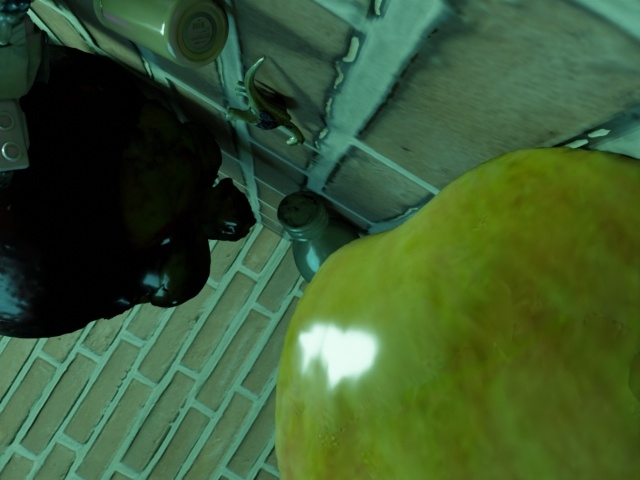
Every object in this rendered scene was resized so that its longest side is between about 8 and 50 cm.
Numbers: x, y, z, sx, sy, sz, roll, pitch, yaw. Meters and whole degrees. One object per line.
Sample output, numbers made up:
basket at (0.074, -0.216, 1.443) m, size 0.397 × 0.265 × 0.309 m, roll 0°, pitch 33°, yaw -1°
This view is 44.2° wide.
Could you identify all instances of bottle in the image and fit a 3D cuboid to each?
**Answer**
bottle at (-0.100, -0.139, 0.487) m, size 0.096 × 0.045 × 0.045 m, roll 31°, pitch 177°, yaw 40°

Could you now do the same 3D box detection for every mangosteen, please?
mangosteen at (-0.321, -0.062, 1.010) m, size 0.421 × 0.380 × 0.381 m, roll -2°, pitch -163°, yaw -35°

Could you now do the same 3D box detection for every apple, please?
apple at (0.145, 0.116, 0.406) m, size 0.309 × 0.314 × 0.252 m, roll 43°, pitch -153°, yaw -26°

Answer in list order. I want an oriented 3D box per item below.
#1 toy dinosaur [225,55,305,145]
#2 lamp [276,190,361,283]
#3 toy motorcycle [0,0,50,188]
toy dinosaur at (-0.050, -0.105, 0.614) m, size 0.058 × 0.037 × 0.180 m, roll 7°, pitch 180°, yaw 8°
lamp at (0.000, 0.000, 1.120) m, size 0.106 × 0.106 × 0.193 m, roll 29°, pitch 167°, yaw 27°
toy motorcycle at (-0.304, -0.178, 0.713) m, size 0.204 × 0.108 × 0.239 m, roll -17°, pitch 103°, yaw 51°
